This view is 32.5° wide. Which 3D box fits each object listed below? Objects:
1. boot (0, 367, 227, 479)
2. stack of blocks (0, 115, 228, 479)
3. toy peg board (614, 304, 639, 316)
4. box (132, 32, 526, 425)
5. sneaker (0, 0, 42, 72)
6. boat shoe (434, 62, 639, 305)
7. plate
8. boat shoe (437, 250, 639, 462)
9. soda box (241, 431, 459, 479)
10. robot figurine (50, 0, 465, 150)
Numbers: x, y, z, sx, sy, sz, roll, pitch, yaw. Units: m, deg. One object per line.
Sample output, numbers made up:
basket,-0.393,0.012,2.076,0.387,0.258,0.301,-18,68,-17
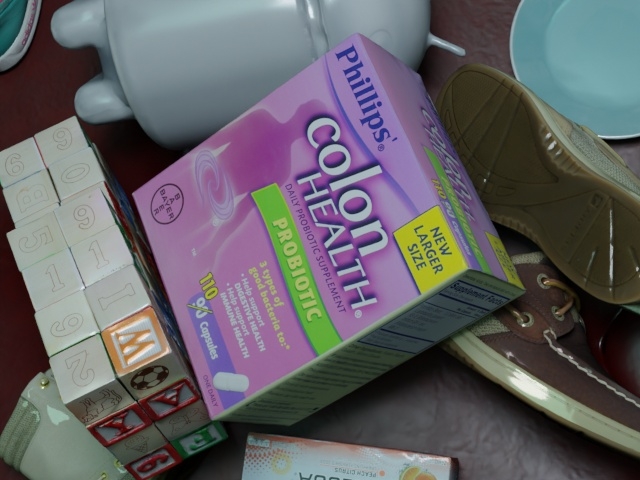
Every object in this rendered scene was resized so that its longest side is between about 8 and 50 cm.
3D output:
boot,-0.186,0.162,1.008,0.165,0.077,0.213,39,89,20
stack of blocks,-0.189,0.035,0.939,0.087,0.171,0.297,-26,56,-4
toy peg board,0.338,0.003,0.915,0.160,0.079,0.161,26,85,17
box,0.000,0.000,0.879,0.243,0.117,0.214,-32,65,21
sneaker,-0.353,-0.335,1.096,0.123,0.178,0.296,1,78,13
boat shoe,0.205,-0.048,0.935,0.302,0.098,0.109,49,118,42
plate,0.267,-0.179,0.999,0.188,0.024,0.188,-3,77,12
boat shoe,0.166,0.060,0.925,0.342,0.123,0.123,34,89,24
soda box,0.026,0.208,0.955,0.183,0.058,0.063,5,79,15
robot figurine,-0.055,-0.196,0.985,0.353,0.200,0.300,-9,114,11
